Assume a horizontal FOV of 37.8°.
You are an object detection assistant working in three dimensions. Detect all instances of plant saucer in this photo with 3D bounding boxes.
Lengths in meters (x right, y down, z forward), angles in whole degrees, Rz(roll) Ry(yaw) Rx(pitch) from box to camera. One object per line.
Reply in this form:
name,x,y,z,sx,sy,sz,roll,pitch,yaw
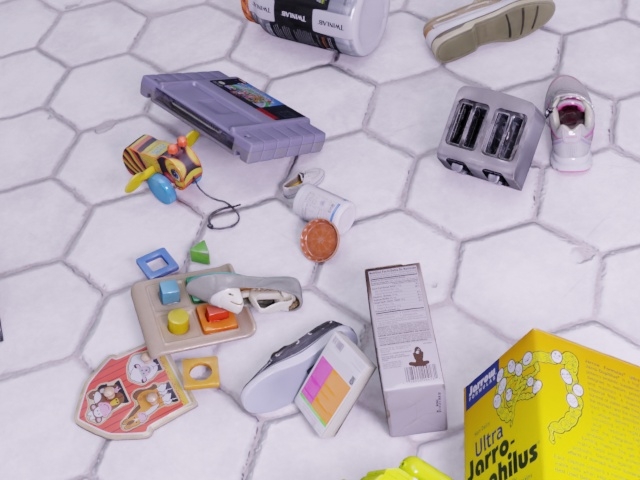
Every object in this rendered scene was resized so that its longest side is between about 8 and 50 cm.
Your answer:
plant saucer,0.000,0.000,1.766,0.083,0.013,0.083,-3,83,28

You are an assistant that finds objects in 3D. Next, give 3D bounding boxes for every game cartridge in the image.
game cartridge,-0.184,-0.272,1.974,0.355,0.068,0.230,34,36,32

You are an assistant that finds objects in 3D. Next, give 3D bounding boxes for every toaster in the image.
toaster,0.335,-0.204,1.809,0.168,0.110,0.186,20,91,24

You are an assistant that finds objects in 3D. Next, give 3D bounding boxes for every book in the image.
book,0.020,0.231,1.511,0.096,0.035,0.144,45,112,40

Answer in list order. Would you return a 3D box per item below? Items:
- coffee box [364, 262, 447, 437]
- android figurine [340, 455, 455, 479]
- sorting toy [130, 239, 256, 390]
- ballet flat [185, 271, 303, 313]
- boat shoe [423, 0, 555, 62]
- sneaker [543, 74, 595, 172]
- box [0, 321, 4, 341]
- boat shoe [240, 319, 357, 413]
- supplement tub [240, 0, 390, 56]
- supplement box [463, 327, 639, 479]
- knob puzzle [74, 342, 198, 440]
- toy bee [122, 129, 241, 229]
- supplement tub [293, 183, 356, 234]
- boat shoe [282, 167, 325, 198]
coffee box,0.139,0.176,1.531,0.098,0.141,0.246,-8,47,2
android figurine,0.119,0.414,1.259,0.056,0.273,0.248,-27,37,49
sorting toy,-0.231,0.117,1.689,0.196,0.047,0.348,-13,47,-16
ballet flat,-0.129,0.097,1.653,0.213,0.072,0.068,2,49,-23
boat shoe,0.378,-0.505,2.118,0.302,0.113,0.103,-19,54,-7
sneaker,0.505,-0.257,1.875,0.103,0.111,0.252,-2,48,7
box,-0.645,0.071,1.718,0.045,0.191,0.184,-21,48,-9
boat shoe,-0.046,0.205,1.582,0.228,0.080,0.076,-35,35,-17
supplement tub,-0.015,-0.549,2.167,0.316,0.193,0.193,18,54,24
supplement box,0.326,0.335,1.277,0.195,0.194,0.356,21,47,-15
knob puzzle,-0.333,0.261,1.605,0.213,0.030,0.213,-5,48,5
toy bee,-0.290,-0.160,1.888,0.298,0.162,0.195,11,49,18
supplement tub,0.009,-0.060,1.809,0.107,0.071,0.071,26,57,29
boat shoe,-0.035,-0.123,1.896,0.100,0.035,0.035,-29,50,-16
